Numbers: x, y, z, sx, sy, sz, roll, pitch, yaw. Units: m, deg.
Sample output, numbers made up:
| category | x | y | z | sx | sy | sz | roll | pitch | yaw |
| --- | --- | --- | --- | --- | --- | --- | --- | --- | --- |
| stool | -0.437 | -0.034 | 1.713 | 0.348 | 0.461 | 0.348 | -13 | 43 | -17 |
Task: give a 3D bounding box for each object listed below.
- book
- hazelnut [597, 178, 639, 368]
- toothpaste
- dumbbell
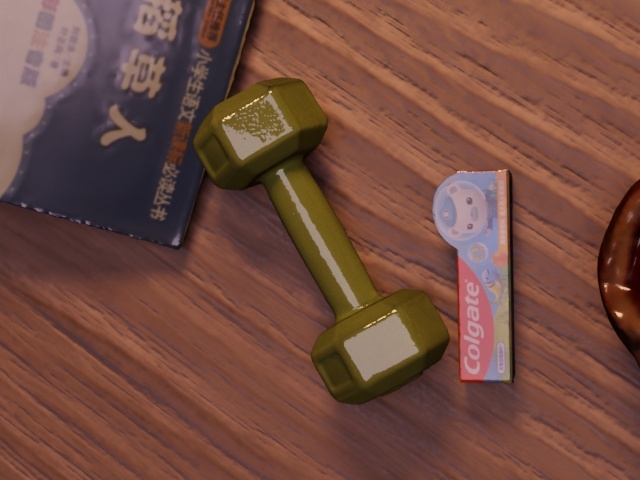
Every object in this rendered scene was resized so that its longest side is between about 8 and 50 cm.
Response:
| category | x | y | z | sx | sy | sz | roll | pitch | yaw |
| --- | --- | --- | --- | --- | --- | --- | --- | --- | --- |
| book | -0.293 | -0.190 | 1.079 | 0.428 | 0.039 | 0.300 | 15 | 94 | -11 |
| hazelnut | 0.323 | 0.036 | 0.973 | 0.170 | 0.160 | 0.201 | -31 | 74 | 9 |
| toothpaste | 0.141 | 0.033 | 1.067 | 0.070 | 0.044 | 0.193 | -1 | 90 | 12 |
| dumbbell | 0.000 | 0.000 | 1.058 | 0.108 | 0.121 | 0.301 | -26 | 83 | -30 |
